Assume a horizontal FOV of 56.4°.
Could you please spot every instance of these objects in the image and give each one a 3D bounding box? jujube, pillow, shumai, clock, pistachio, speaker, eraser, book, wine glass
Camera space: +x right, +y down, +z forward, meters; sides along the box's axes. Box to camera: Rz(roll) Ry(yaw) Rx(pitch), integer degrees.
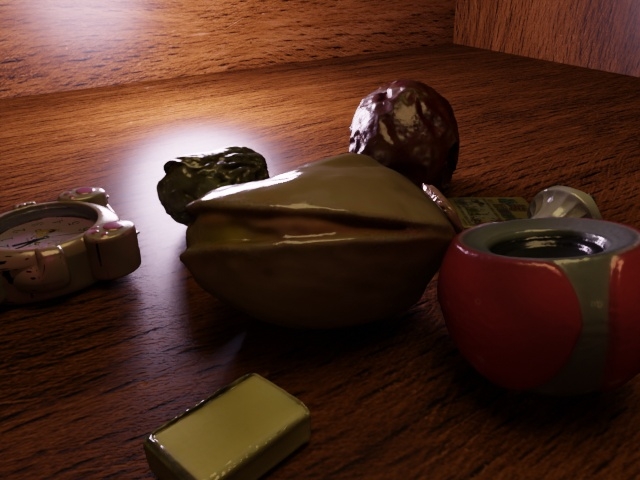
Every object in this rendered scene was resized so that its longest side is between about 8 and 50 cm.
[{"bbox_3d":[0.203,-0.240,1.446,0.277,0.276,0.376,0,26,1],"label":"jujube"},{"bbox_3d":[0.239,-0.006,1.058,0.034,0.211,0.135,-30,30,5],"label":"pillow"},{"bbox_3d":[-0.200,-0.082,1.269,0.256,0.189,0.218,-22,56,-38],"label":"shumai"},{"bbox_3d":[-0.517,0.012,1.111,0.310,0.114,0.284,-18,33,-29],"label":"clock"},{"bbox_3d":[0.000,0.000,0.950,0.446,0.281,0.365,1,-6,-23],"label":"pistachio"},{"bbox_3d":[0.301,0.075,0.811,0.295,0.294,0.294,0,27,0],"label":"speaker"},{"bbox_3d":[-0.109,0.239,0.719,0.117,0.058,0.172,23,35,38],"label":"eraser"},{"bbox_3d":[0.395,-0.063,1.360,0.193,0.013,0.168,-1,27,-4],"label":"book"},{"bbox_3d":[0.393,0.000,1.086,0.197,0.164,0.165,-21,33,-25],"label":"wine glass"}]
